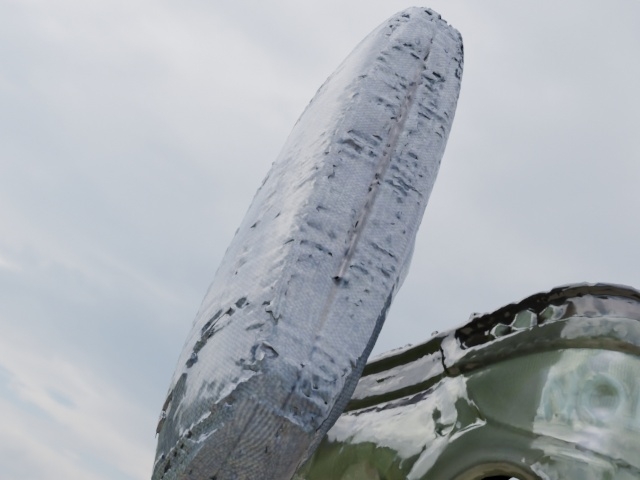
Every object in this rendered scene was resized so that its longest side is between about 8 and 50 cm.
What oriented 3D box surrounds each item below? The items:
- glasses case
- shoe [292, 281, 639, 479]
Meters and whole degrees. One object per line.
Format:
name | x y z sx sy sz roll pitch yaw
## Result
glasses case | 0.000 0.000 0.515 0.067 0.282 0.109 30 -46 -9
shoe | 0.043 0.136 0.569 0.109 0.149 0.293 37 -49 -22
